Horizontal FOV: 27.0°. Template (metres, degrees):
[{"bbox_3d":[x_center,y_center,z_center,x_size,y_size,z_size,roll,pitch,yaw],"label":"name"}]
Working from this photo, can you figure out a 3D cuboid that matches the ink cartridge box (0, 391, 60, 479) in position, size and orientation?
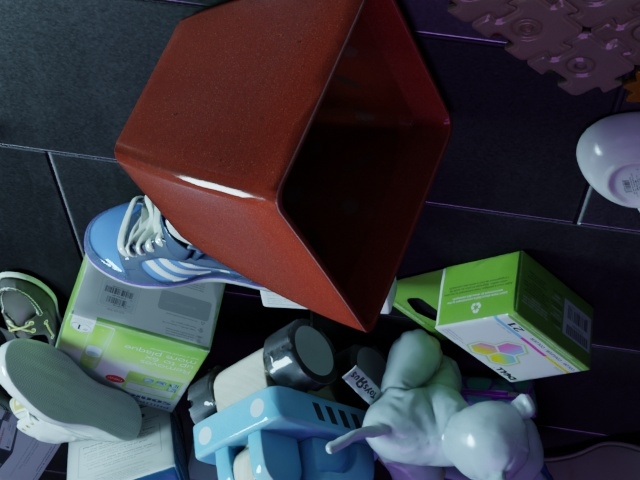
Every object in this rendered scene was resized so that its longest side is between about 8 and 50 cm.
[{"bbox_3d":[-0.607,0.287,2.221,0.223,0.129,0.307,29,175,30],"label":"ink cartridge box"}]

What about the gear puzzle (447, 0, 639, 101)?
[{"bbox_3d":[0.261,-0.213,1.264,0.339,0.044,0.175,27,146,-33],"label":"gear puzzle"}]

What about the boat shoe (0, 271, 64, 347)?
[{"bbox_3d":[-0.450,0.124,2.076,0.081,0.068,0.227,5,151,12],"label":"boat shoe"}]

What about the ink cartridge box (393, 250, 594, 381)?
[{"bbox_3d":[0.214,0.117,1.815,0.255,0.097,0.189,-16,143,38],"label":"ink cartridge box"}]

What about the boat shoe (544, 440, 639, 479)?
[{"bbox_3d":[0.473,0.400,2.248,0.096,0.112,0.335,11,163,-41],"label":"boat shoe"}]

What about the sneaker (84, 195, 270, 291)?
[{"bbox_3d":[-0.175,-0.031,1.606,0.323,0.130,0.236,6,158,20],"label":"sneaker"}]

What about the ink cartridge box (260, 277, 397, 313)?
[{"bbox_3d":[0.000,0.000,1.744,0.181,0.056,0.224,3,132,13],"label":"ink cartridge box"}]

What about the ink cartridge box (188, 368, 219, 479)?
[{"bbox_3d":[-0.145,0.410,2.283,0.130,0.271,0.309,8,152,5],"label":"ink cartridge box"}]

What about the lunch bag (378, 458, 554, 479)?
[{"bbox_3d":[0.221,0.357,2.159,0.303,0.115,0.243,21,167,24],"label":"lunch bag"}]

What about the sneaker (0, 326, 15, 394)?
[{"bbox_3d":[-0.545,0.189,2.217,0.121,0.111,0.300,13,158,39],"label":"sneaker"}]

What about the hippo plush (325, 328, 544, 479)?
[{"bbox_3d":[0.198,0.246,1.887,0.237,0.234,0.294,3,156,31],"label":"hippo plush"}]

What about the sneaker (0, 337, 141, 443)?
[{"bbox_3d":[-0.422,0.239,1.990,0.169,0.108,0.292,-10,147,30],"label":"sneaker"}]

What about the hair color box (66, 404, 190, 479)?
[{"bbox_3d":[-0.303,0.343,2.113,0.174,0.347,0.105,-17,111,-3],"label":"hair color box"}]

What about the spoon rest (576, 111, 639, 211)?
[{"bbox_3d":[0.371,-0.046,1.507,0.137,0.084,0.276,-3,135,21],"label":"spoon rest"}]

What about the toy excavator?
[{"bbox_3d":[-0.062,0.348,1.870,0.222,0.445,0.433,-32,145,31],"label":"toy excavator"}]

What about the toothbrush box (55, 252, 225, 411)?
[{"bbox_3d":[-0.280,0.137,1.990,0.206,0.122,0.283,17,152,-11],"label":"toothbrush box"}]

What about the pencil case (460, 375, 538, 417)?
[{"bbox_3d":[0.258,0.239,2.054,0.152,0.064,0.070,0,163,18],"label":"pencil case"}]

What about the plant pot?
[{"bbox_3d":[-0.045,-0.098,1.367,0.236,0.267,0.267,11,155,29],"label":"plant pot"}]
